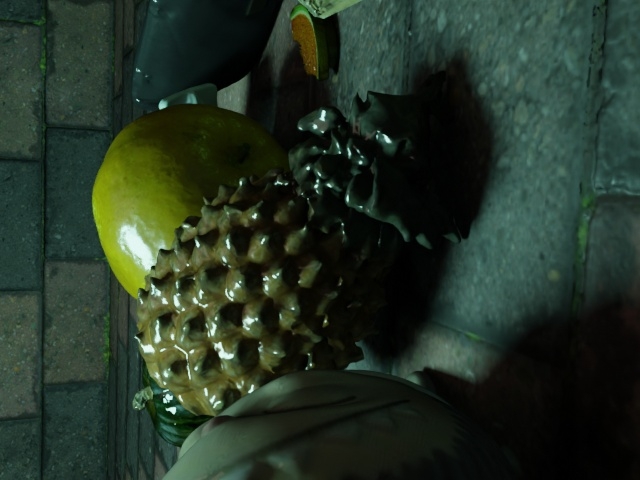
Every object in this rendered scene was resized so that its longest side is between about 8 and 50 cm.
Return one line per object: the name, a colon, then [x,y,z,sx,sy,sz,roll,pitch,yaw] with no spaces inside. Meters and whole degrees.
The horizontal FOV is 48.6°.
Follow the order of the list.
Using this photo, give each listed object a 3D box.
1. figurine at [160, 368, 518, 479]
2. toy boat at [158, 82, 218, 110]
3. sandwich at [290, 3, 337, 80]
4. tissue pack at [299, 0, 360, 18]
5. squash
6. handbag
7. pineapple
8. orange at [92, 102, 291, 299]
figurine: [0.081,0.191,0.477,0.377,0.361,0.266,-63,-6,-59]
toy boat: [-0.206,-0.095,1.076,0.100,0.199,0.290,21,125,26]
sandwich: [-0.007,-0.247,0.867,0.067,0.029,0.135,108,151,-46]
tissue pack: [0.020,-0.338,0.618,0.159,0.125,0.234,-22,63,22]
squash: [-0.205,0.227,1.137,0.218,0.172,0.218,-172,90,-85]
handbag: [-0.154,-0.337,1.027,0.302,0.178,0.275,127,153,-52]
pineapple: [0.000,0.001,0.642,0.357,0.223,0.223,-48,41,22]
orange: [-0.150,-0.033,0.890,0.235,0.279,0.279,-50,44,37]
